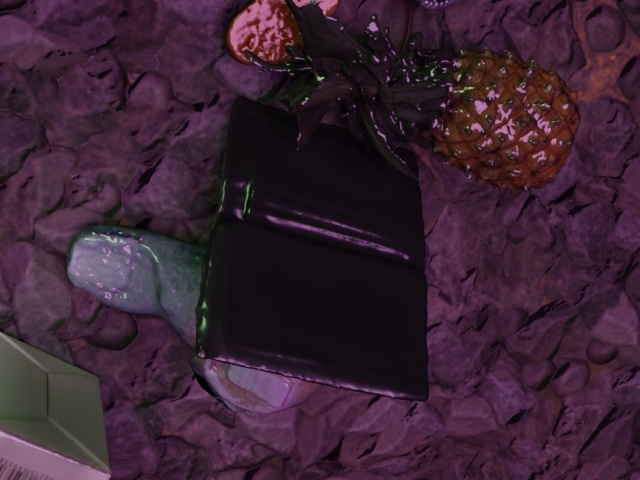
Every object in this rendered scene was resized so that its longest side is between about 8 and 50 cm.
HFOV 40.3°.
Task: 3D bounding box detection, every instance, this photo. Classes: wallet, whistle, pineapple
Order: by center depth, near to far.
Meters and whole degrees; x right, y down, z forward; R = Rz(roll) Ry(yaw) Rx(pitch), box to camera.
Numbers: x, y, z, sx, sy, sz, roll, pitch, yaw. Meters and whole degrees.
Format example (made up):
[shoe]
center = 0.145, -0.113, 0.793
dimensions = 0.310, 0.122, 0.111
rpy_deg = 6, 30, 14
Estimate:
[wallet]
center = 0.000, 0.000, 0.917
dimensions = 0.247, 0.323, 0.041
rpy_deg = 14, 144, -18
[pineapple]
center = 0.096, -0.151, 0.942
dimensions = 0.364, 0.165, 0.166
rpy_deg = 10, 104, -20
[whistle]
center = -0.109, 0.068, 0.973
dimensions = 0.347, 0.189, 0.189
rpy_deg = 25, 99, 1

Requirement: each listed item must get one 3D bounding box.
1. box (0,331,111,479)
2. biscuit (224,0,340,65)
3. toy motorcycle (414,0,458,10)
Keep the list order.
[box]
center = -0.372, 0.298, 0.911
dimensions = 0.143, 0.225, 0.341
rpy_deg = 32, 96, -23
[biscuit]
center = -0.003, -0.342, 0.916
dimensions = 0.334, 0.047, 0.202
rpy_deg = -42, 114, 2
[toy motorcycle]
center = 0.092, -0.351, 0.851
dimensions = 0.171, 0.110, 0.260
rpy_deg = -47, 127, 10
